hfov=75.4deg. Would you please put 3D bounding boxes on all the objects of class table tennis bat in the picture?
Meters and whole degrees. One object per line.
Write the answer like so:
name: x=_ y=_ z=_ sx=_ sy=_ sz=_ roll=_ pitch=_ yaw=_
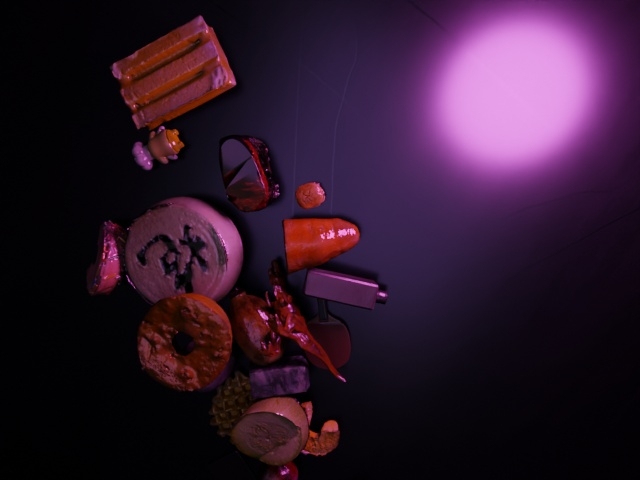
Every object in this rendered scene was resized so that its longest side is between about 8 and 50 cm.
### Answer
table tennis bat: x=0.013 y=0.274 z=1.285 sx=0.154 sy=0.021 sz=0.274 roll=-4 pitch=100 yaw=13

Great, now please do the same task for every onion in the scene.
onion: x=-0.140 y=0.770 z=1.349 sx=0.131 sy=0.131 sz=0.131 roll=1 pitch=100 yaw=8

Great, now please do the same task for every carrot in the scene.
carrot: x=0.000 y=0.000 z=1.192 sx=0.225 sy=0.159 sz=0.159 roll=-11 pitch=98 yaw=-4

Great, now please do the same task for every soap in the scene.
soap: x=-0.418 y=-0.468 z=1.185 sx=0.315 sy=0.091 sz=0.199 roll=-23 pitch=97 yaw=11

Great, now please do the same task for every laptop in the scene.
laptop: x=-0.290 y=0.827 z=1.434 sx=0.135 sy=0.016 sz=0.197 roll=-29 pitch=96 yaw=11

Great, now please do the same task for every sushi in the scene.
sushi: x=-0.211 y=-0.194 z=1.189 sx=0.136 sy=0.126 sz=0.225 roll=-16 pitch=103 yaw=9

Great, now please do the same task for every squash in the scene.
squash: x=-0.142 y=0.579 z=1.241 sx=0.220 sy=0.133 sz=0.220 roll=1 pitch=95 yaw=12

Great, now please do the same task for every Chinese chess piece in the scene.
Chinese chess piece: x=-0.410 y=0.043 z=1.245 sx=0.349 sy=0.146 sz=0.349 roll=2 pitch=101 yaw=8

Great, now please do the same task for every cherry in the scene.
cherry: x=-0.357 y=0.381 z=1.303 sx=0.176 sy=0.140 sz=0.176 roll=-1 pitch=93 yaw=-15

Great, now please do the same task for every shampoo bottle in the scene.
shampoo bottle: x=0.073 y=0.142 z=1.210 sx=0.246 sy=0.080 sz=0.079 roll=13 pitch=95 yaw=-2

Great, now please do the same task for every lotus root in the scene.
lotus root: x=-0.200 y=0.258 z=1.262 sx=0.145 sy=0.128 sz=0.260 roll=-30 pitch=92 yaw=1

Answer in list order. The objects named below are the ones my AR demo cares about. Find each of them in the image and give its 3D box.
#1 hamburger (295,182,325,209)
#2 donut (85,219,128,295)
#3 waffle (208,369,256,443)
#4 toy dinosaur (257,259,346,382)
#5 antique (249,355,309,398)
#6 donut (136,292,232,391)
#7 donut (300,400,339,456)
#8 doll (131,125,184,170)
hamburger: x=-0.031 y=-0.131 z=1.209 sx=0.083 sy=0.044 sz=0.076 roll=-26 pitch=94 yaw=15
donut: x=-0.656 y=0.066 z=1.280 sx=0.085 sy=0.199 sz=0.233 roll=14 pitch=108 yaw=-36
waffle: x=-0.239 y=0.558 z=1.358 sx=0.250 sy=0.056 sz=0.261 roll=31 pitch=105 yaw=4
toy dinosaur: x=-0.085 y=0.268 z=1.201 sx=0.097 sy=0.208 sz=0.432 roll=-26 pitch=89 yaw=31
antique: x=-0.125 y=0.419 z=1.279 sx=0.183 sy=0.088 sz=0.086 roll=-5 pitch=99 yaw=-7
donut: x=-0.371 y=0.273 z=1.160 sx=0.278 sy=0.108 sz=0.277 roll=1 pitch=101 yaw=3
donut: x=-0.031 y=0.604 z=1.326 sx=0.181 sy=0.078 sz=0.146 roll=35 pitch=105 yaw=-4
doll: x=-0.492 y=-0.275 z=1.244 sx=0.162 sy=0.062 sz=0.106 roll=-22 pitch=92 yaw=11
